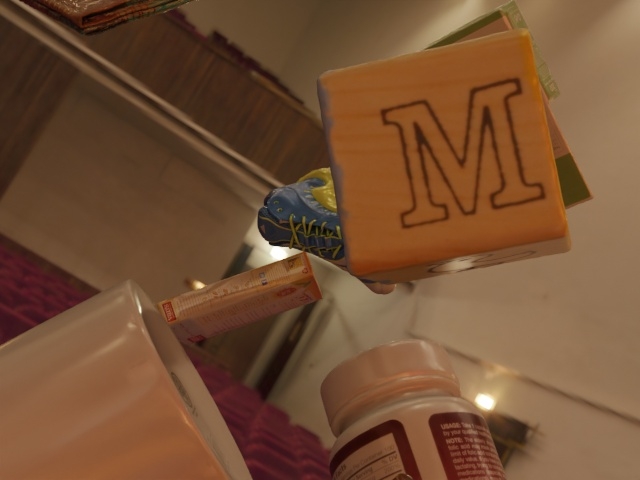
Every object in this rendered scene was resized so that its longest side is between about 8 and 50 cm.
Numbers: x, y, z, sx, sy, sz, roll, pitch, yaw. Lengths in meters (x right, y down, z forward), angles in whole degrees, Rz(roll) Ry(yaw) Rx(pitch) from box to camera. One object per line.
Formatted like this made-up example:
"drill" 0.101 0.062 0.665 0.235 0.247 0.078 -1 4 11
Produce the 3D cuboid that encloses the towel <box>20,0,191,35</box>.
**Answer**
"towel" -0.187 -0.346 1.406 0.271 0.370 0.040 32 -41 49

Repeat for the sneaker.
"sneaker" 0.000 0.000 1.296 0.240 0.126 0.091 -125 -156 -57

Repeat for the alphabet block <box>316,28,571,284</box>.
"alphabet block" 0.123 -0.071 1.059 0.197 0.193 0.192 -11 -6 13

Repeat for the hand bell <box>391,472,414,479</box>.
"hand bell" 0.010 0.279 0.886 0.126 0.242 0.126 27 20 -11

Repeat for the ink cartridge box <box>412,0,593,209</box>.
"ink cartridge box" 0.196 -0.130 1.280 0.171 0.056 0.235 -24 -81 34

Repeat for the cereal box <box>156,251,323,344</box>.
"cereal box" -0.121 0.093 1.733 0.173 0.240 0.047 74 -3 -75

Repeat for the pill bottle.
"pill bottle" 0.138 0.344 1.456 0.224 0.224 0.392 42 26 -55

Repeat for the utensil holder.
"utensil holder" -0.301 0.261 1.202 0.327 0.385 0.327 59 -4 6
